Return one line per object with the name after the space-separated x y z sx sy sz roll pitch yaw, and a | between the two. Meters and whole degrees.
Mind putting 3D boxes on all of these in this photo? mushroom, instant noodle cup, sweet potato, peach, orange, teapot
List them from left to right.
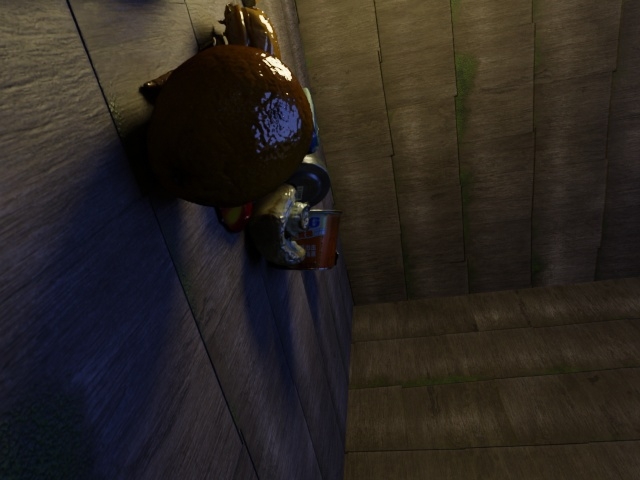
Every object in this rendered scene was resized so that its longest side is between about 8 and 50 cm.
-0.324 -0.358 0.993 0.226 0.068 0.068 -33 116 -64 | sweet potato
-0.188 -0.227 0.920 0.357 0.322 0.322 -56 146 -33 | orange
-0.234 -0.130 1.307 0.279 0.068 0.189 -81 163 -59 | peach
-0.150 -0.049 1.428 0.164 0.190 0.266 -20 117 -59 | mushroom
-0.136 -0.280 1.730 0.239 0.322 0.239 -56 -142 34 | teapot
-0.060 -0.003 1.642 0.296 0.297 0.213 -6 96 -80 | instant noodle cup

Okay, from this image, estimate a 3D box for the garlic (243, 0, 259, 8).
-0.274 -1.007 1.696 0.101 0.087 0.195 -67 153 -46 | garlic

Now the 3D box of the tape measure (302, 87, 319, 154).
-0.136 -0.405 1.508 0.259 0.262 0.138 -96 -179 -51 | tape measure

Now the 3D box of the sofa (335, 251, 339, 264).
0.000 0.000 2.199 0.258 0.182 0.200 70 15 -51 | sofa

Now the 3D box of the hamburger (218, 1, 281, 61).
-0.210 -0.569 1.354 0.318 0.158 0.318 164 -90 -81 | hamburger

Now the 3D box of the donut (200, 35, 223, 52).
-0.296 -0.498 1.250 0.140 0.059 0.140 -9 90 -81 | donut

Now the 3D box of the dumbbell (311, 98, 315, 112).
-0.125 -0.529 1.883 0.388 0.185 0.185 -81 161 -60 | dumbbell
